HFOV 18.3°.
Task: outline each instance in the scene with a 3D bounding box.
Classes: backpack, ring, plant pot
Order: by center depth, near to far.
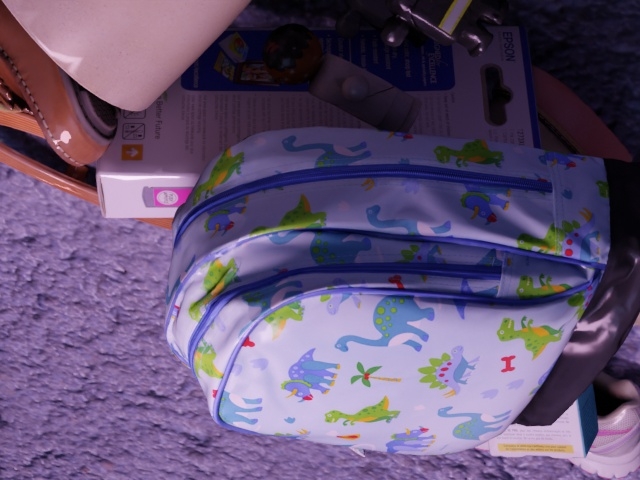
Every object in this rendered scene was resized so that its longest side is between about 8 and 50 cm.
[{"bbox_3d":[0.054,0.038,1.561,0.355,0.273,0.290,21,143,-7],"label":"backpack"},{"bbox_3d":[-0.108,-0.283,1.564,0.274,0.256,0.256,-34,120,15],"label":"plant pot"},{"bbox_3d":[-0.229,-0.080,1.895,0.336,0.032,0.336,21,170,4],"label":"ring"}]

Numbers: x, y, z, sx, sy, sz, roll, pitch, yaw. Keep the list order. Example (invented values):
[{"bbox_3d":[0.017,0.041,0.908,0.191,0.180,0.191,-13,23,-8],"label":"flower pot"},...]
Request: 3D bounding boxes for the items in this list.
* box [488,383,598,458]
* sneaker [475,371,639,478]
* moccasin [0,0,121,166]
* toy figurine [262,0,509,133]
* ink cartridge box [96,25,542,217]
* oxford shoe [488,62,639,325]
[{"bbox_3d":[0.202,0.090,1.921,0.100,0.060,0.244,-1,112,23],"label":"box"},{"bbox_3d":[0.223,0.156,2.040,0.252,0.103,0.111,12,136,1],"label":"sneaker"},{"bbox_3d":[-0.297,-0.187,1.666,0.380,0.147,0.139,48,179,27],"label":"moccasin"},{"bbox_3d":[0.052,-0.209,1.590,0.148,0.213,0.209,29,139,-14],"label":"toy figurine"},{"bbox_3d":[-0.003,-0.105,1.690,0.370,0.176,0.069,-2,140,0],"label":"ink cartridge box"},{"bbox_3d":[0.254,0.023,1.791,0.397,0.146,0.140,46,171,-18],"label":"oxford shoe"}]
